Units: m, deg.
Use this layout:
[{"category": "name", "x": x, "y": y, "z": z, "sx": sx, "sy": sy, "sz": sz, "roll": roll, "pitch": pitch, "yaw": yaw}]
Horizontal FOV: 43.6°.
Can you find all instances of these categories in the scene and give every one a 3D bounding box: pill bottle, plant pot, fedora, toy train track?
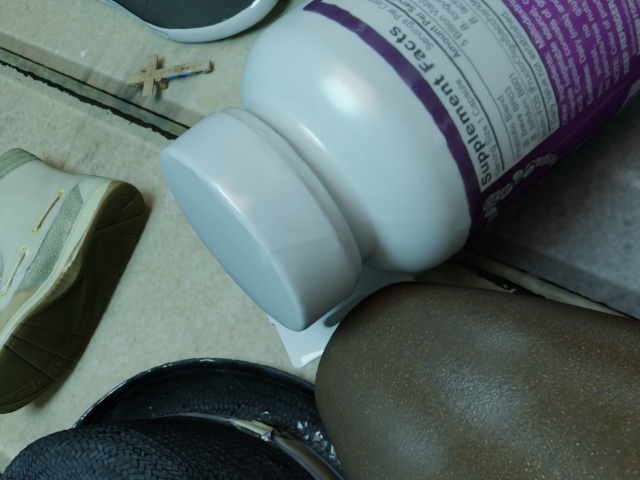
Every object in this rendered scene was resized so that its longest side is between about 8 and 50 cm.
[{"category": "pill bottle", "x": 0.062, "y": -0.087, "z": 0.475, "sx": 0.301, "sy": 0.169, "sz": 0.169, "roll": -39, "pitch": 57, "yaw": -16}, {"category": "plant pot", "x": 0.107, "y": 0.116, "z": 0.419, "sx": 0.230, "sy": 0.215, "sz": 0.215, "roll": 32, "pitch": 86, "yaw": 47}, {"category": "fedora", "x": -0.097, "y": 0.214, "z": 0.488, "sx": 0.334, "sy": 0.152, "sz": 0.334, "roll": -9, "pitch": 67, "yaw": 22}, {"category": "toy train track", "x": -0.137, "y": -0.151, "z": 0.732, "sx": 0.083, "sy": 0.014, "sz": 0.048, "roll": -8, "pitch": 60, "yaw": 16}]

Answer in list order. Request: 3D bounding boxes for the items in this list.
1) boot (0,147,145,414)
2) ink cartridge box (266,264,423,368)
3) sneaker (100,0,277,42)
[{"category": "boot", "x": -0.264, "y": 0.026, "z": 0.685, "sx": 0.165, "sy": 0.077, "sz": 0.213, "roll": 19, "pitch": 74, "yaw": 29}, {"category": "ink cartridge box", "x": 0.000, "y": 0.000, "z": 0.579, "sx": 0.104, "sy": 0.060, "sz": 0.180, "roll": -32, "pitch": 60, "yaw": 10}, {"category": "sneaker", "x": -0.175, "y": -0.274, "z": 0.720, "sx": 0.295, "sy": 0.147, "sz": 0.105, "roll": 26, "pitch": 81, "yaw": 29}]
